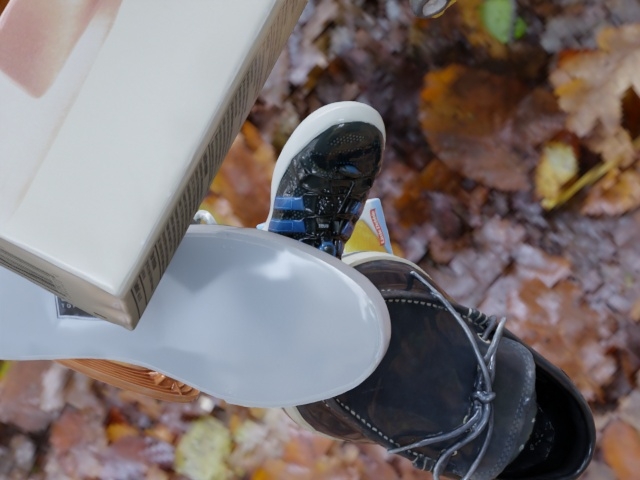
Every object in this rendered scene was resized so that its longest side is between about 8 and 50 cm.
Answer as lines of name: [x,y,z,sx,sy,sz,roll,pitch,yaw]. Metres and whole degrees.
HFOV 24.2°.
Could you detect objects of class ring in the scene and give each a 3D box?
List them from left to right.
ring: [-0.271,0.075,1.562,0.336,0.336,0.032,32,96,43]

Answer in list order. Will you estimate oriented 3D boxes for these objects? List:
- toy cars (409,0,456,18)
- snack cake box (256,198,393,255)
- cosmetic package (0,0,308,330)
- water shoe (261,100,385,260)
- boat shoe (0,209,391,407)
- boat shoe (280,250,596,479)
toy cars: [0.012,-0.325,1.127,0.087,0.394,0.176,-34,26,13]
snack cake box: [0.026,0.089,1.921,0.152,0.089,0.264,-9,97,45]
cosmetic package: [-0.093,-0.114,0.828,0.129,0.153,0.296,27,78,1]
water shoe: [0.000,0.000,1.017,0.203,0.073,0.080,-64,37,35]
boat shoe: [-0.093,0.038,0.963,0.306,0.105,0.113,-1,102,22]
boat shoe: [0.123,0.141,1.450,0.156,0.500,0.187,19,82,38]
